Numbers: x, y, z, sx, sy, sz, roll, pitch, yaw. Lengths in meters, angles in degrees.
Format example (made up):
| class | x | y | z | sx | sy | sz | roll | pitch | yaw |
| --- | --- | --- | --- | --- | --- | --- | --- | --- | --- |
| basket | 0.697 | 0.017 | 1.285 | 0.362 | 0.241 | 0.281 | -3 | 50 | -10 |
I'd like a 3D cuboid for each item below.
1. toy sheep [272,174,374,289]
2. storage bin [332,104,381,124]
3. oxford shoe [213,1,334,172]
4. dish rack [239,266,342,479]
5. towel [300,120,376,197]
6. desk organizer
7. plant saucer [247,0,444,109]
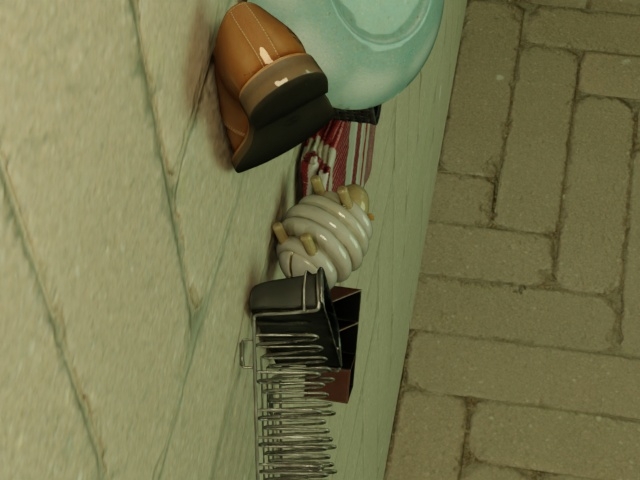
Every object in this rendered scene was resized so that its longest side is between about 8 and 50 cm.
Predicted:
| class | x | y | z | sx | sy | sz | roll | pitch | yaw |
| --- | --- | --- | --- | --- | --- | --- | --- | --- | --- |
| toy sheep | 0.000 | 0.000 | 1.252 | 0.132 | 0.091 | 0.091 | -48 | 158 | -22 |
| storage bin | 0.010 | -0.180 | 1.142 | 0.180 | 0.084 | 0.122 | 67 | 31 | -74 |
| oxford shoe | -0.038 | -0.103 | 0.943 | 0.076 | 0.076 | 0.212 | 59 | -12 | 11 |
| dish rack | -0.021 | 0.178 | 1.193 | 0.208 | 0.074 | 0.271 | 72 | 16 | -70 |
| towel | 0.019 | -0.076 | 1.498 | 0.329 | 0.037 | 0.237 | -70 | 168 | -51 |
| desk organizer | 0.014 | 0.117 | 1.581 | 0.047 | 0.050 | 0.130 | -66 | 162 | -65 |
| plant saucer | 0.032 | -0.192 | 1.012 | 0.195 | 0.037 | 0.195 | -3 | 94 | -40 |
